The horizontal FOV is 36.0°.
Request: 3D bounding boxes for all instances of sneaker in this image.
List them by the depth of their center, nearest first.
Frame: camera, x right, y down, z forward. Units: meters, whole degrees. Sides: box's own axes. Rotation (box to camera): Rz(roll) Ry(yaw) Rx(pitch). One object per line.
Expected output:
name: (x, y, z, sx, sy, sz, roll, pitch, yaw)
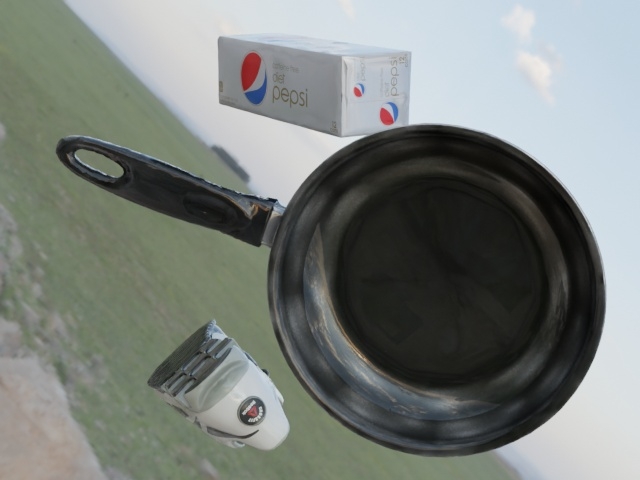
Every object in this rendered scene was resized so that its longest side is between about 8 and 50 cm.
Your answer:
sneaker: (-0.123, 0.193, 1.234, 0.146, 0.122, 0.330, 47, -7, -13)

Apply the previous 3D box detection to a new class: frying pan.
frying pan: (0.004, 0.029, 0.596, 0.053, 0.326, 0.197, -32, 121, -71)

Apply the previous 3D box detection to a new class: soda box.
soda box: (-0.012, -0.144, 0.881, 0.216, 0.073, 0.069, 23, -62, 54)
